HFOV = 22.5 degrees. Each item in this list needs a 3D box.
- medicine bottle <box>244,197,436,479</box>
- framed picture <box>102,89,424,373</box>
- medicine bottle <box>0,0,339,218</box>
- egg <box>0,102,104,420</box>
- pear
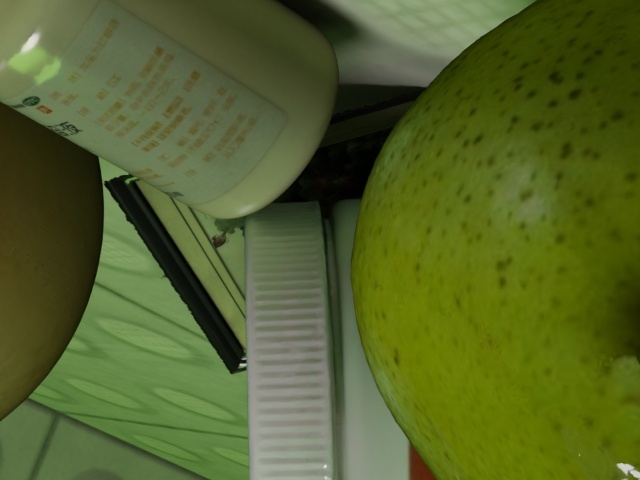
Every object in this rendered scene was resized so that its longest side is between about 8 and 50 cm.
[{"bbox_3d":[0.081,0.100,0.867,0.241,0.252,0.252,-3,164,-2],"label":"medicine bottle"},{"bbox_3d":[0.000,0.000,0.948,0.199,0.010,0.195,-15,136,13],"label":"framed picture"},{"bbox_3d":[-0.114,-0.109,0.764,0.252,0.114,0.114,30,161,-32],"label":"medicine bottle"},{"bbox_3d":[-0.272,-0.022,0.906,0.301,0.301,0.374,21,158,-4],"label":"egg"},{"bbox_3d":[0.155,0.022,0.598,0.294,0.294,0.294,18,164,5],"label":"pear"}]
